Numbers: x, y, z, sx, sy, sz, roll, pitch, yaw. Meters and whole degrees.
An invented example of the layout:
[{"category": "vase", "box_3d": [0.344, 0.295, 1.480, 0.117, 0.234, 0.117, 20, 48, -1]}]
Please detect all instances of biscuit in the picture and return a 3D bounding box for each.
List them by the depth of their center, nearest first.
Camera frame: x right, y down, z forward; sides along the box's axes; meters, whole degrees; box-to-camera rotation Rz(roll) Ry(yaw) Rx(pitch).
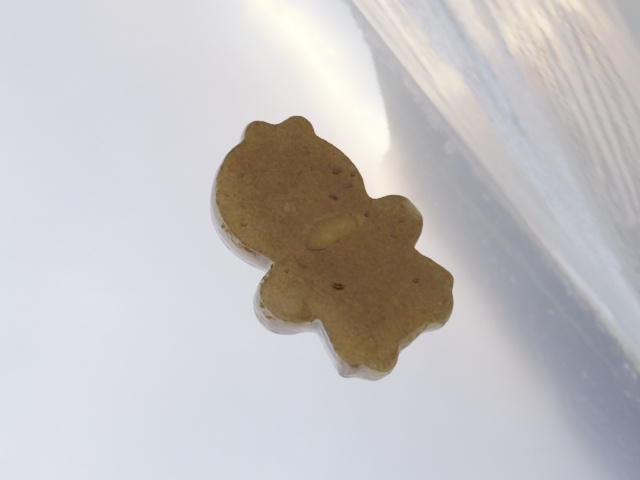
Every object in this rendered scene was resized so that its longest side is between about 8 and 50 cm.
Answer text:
[{"category": "biscuit", "box_3d": [0.000, 0.000, 0.641, 0.225, 0.166, 0.036, 46, 152, 12]}]
